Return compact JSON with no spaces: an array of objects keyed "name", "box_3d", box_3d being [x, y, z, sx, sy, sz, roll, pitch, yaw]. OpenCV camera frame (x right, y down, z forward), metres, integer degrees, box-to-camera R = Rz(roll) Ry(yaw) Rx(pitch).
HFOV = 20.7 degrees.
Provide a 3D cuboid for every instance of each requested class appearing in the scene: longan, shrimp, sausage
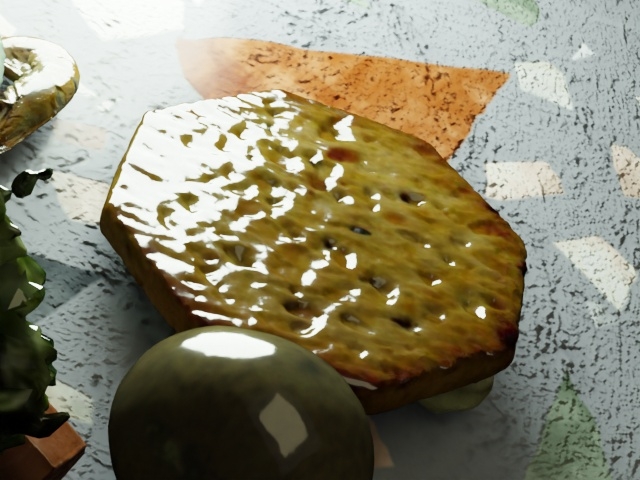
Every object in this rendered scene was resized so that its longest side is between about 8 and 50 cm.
[{"name":"longan","box_3d":[-0.054,0.143,1.176,0.187,0.167,0.167,35,44,-1]},{"name":"shrimp","box_3d":[-0.252,-0.115,1.354,0.095,0.045,0.162,38,46,1]},{"name":"sausage","box_3d":[-0.234,0.097,1.177,0.169,0.065,0.065,46,44,6]}]

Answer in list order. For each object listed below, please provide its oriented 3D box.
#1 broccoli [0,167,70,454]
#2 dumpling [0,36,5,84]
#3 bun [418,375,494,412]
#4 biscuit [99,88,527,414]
[{"name":"broccoli","box_3d":[-0.294,0.034,0.992,0.348,0.281,0.293,42,67,-23]},{"name":"dumpling","box_3d":[-0.344,-0.200,1.245,0.270,0.212,0.320,9,58,-16]},{"name":"bun","box_3d":[0.093,0.102,1.387,0.086,0.055,0.086,30,33,-23]},{"name":"biscuit","box_3d":[0.000,0.001,1.373,0.359,0.046,0.359,13,37,-10]}]
